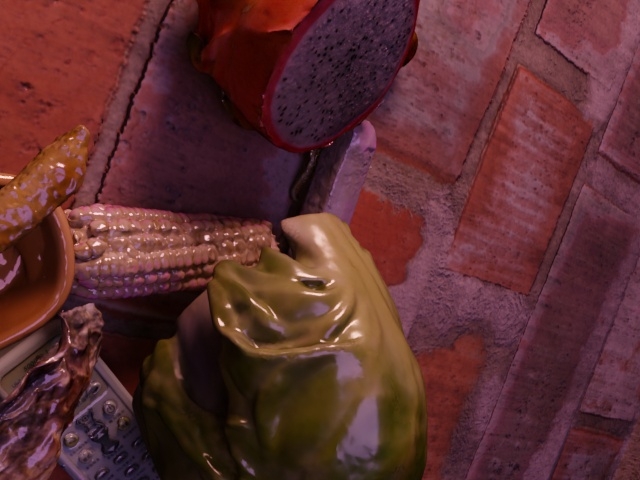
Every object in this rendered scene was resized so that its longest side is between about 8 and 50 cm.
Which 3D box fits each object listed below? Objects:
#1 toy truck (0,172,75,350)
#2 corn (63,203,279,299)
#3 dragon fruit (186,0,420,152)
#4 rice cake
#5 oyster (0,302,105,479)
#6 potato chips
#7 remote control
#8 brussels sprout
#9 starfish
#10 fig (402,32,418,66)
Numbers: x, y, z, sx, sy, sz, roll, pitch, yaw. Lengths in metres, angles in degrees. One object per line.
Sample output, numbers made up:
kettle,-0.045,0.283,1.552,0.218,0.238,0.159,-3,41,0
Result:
toy truck,-0.427,0.018,0.761,0.288,0.211,0.204,-17,113,-36
corn,-0.198,0.019,0.992,0.335,0.126,0.127,3,102,-40
dragon fruit,-0.038,-0.287,0.954,0.305,0.225,0.305,-40,156,-22
rice cake,0.000,0.000,1.138,0.070,0.064,0.399,4,109,-45
oyster,-0.312,0.189,0.781,0.100,0.275,0.271,25,87,-3
potato chips,-0.364,0.025,0.636,0.407,0.057,0.080,-38,119,-31
remote control,-0.314,0.251,1.011,0.128,0.065,0.335,-39,124,-18
brussels sprout,-0.029,0.215,0.941,0.342,0.361,0.425,-28,162,-47
starfish,0.011,-0.161,1.143,0.216,0.050,0.224,23,95,-47
fig,0.102,-0.310,1.146,0.098,0.082,0.084,39,99,-4
